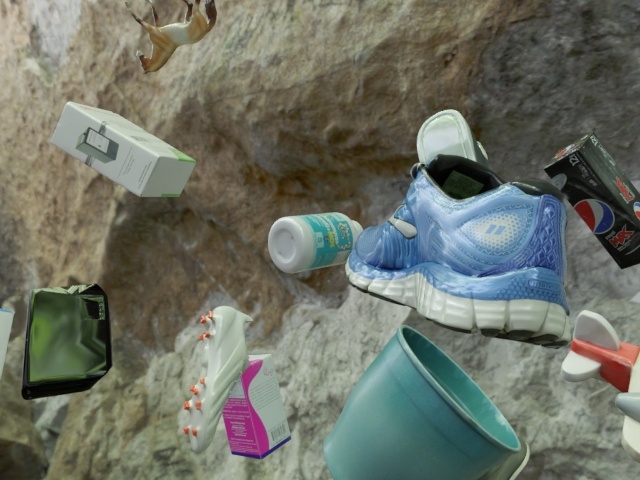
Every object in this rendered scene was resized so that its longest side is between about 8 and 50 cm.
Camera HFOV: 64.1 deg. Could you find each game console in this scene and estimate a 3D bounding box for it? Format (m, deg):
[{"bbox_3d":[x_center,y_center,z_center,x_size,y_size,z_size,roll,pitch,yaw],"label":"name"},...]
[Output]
[{"bbox_3d":[-0.541,0.175,0.849,0.213,0.362,0.043,-117,-149,-42],"label":"game console"}]

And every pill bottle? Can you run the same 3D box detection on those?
[{"bbox_3d":[0.000,0.000,1.377,0.146,0.264,0.146,8,-78,43],"label":"pill bottle"}]

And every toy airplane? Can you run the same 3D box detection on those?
[{"bbox_3d":[0.672,0.245,0.968,0.386,0.385,0.272,-96,-163,-49],"label":"toy airplane"}]

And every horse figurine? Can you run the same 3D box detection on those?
[{"bbox_3d":[-0.375,-0.563,1.331,0.174,0.263,0.066,68,-13,-19],"label":"horse figurine"}]

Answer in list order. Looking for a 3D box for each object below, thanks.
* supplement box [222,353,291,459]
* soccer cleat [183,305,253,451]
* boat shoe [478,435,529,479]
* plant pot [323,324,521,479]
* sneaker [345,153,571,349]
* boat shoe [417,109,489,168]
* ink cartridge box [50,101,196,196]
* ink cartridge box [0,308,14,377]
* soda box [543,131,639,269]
[{"bbox_3d":[-0.169,0.402,1.258,0.114,0.111,0.219,-11,-89,39],"label":"supplement box"},{"bbox_3d":[-0.135,0.188,0.705,0.068,0.076,0.196,-25,-127,54],"label":"soccer cleat"},{"bbox_3d":[0.345,0.469,1.062,0.095,0.335,0.112,49,-59,18],"label":"boat shoe"},{"bbox_3d":[0.150,0.333,0.892,0.255,0.272,0.271,-47,-118,10],"label":"plant pot"},{"bbox_3d":[0.124,-0.001,0.499,0.330,0.130,0.147,-172,-85,-73],"label":"sneaker"},{"bbox_3d":[0.208,-0.054,0.745,0.114,0.091,0.302,-16,-125,37],"label":"boat shoe"},{"bbox_3d":[-0.484,-0.221,1.279,0.273,0.198,0.114,30,-80,8],"label":"ink cartridge box"},{"bbox_3d":[-0.471,0.136,0.640,0.143,0.092,0.089,-19,-117,33],"label":"ink cartridge box"},{"bbox_3d":[0.364,-0.049,0.651,0.169,0.060,0.053,52,-36,-1],"label":"soda box"}]
